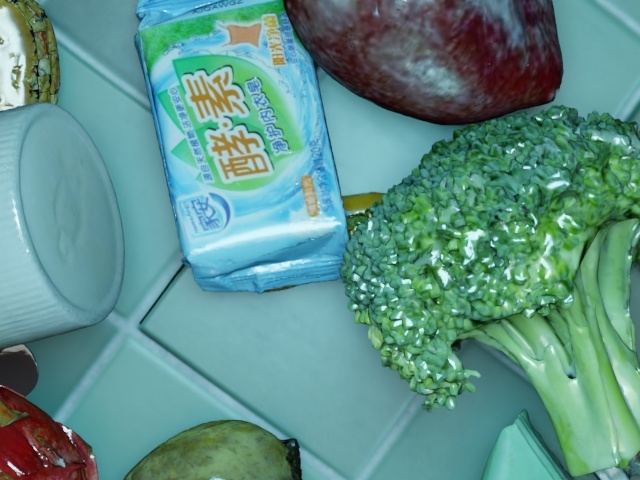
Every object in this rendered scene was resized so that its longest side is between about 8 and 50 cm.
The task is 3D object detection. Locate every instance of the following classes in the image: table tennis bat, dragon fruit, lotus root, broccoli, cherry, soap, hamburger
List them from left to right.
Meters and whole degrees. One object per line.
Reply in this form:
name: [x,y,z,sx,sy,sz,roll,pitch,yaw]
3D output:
hamburger: [-0.341,-0.144,1.678,0.231,0.107,0.231,0,90,0]
dragon fruit: [-0.316,0.230,1.621,0.241,0.252,0.241,-16,116,-35]
table tennis bat: [-0.289,0.105,1.730,0.050,0.007,0.083,-25,93,0]
lotus root: [-0.107,0.233,1.663,0.214,0.138,0.138,-15,91,-23]
soap: [-0.068,-0.098,1.670,0.156,0.077,0.293,-13,75,-1]
cherry: [0.089,-0.218,1.629,0.300,0.230,0.203,45,133,-11]
broccoli: [0.169,0.032,1.609,0.249,0.375,0.302,10,113,39]

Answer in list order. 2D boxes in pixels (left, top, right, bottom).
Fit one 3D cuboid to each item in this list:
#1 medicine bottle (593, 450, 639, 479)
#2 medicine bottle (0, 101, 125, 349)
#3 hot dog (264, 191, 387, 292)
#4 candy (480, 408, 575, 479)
medicine bottle: [0.325,0.156,1.716,0.191,0.051,0.051,-39,91,1]
medicine bottle: [-0.373,0.019,1.570,0.384,0.224,0.224,-13,91,19]
hot dog: [0.000,0.000,1.708,0.188,0.055,0.072,-14,92,-2]
candy: [0.103,0.358,1.681,0.398,0.172,0.263,-36,81,19]
